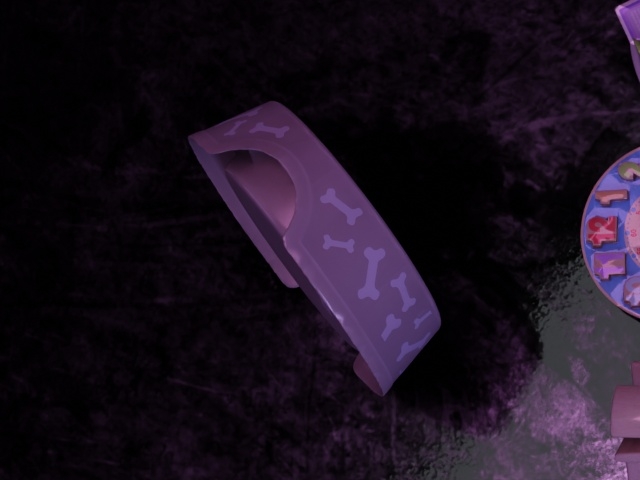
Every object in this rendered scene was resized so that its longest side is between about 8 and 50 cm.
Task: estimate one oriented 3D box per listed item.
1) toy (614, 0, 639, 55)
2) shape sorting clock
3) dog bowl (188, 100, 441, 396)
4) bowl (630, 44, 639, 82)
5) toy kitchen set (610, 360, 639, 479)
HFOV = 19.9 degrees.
[{"bbox_3d":[0.425,-0.238,1.836,0.237,0.056,0.137,-27,67,15],"label":"toy"},{"bbox_3d":[0.380,-0.011,1.951,0.206,0.040,0.206,-7,73,22],"label":"shape sorting clock"},{"bbox_3d":[0.000,0.000,1.960,0.102,0.349,0.349,-37,63,-5],"label":"dog bowl"},{"bbox_3d":[0.457,-0.253,1.933,0.298,0.134,0.297,-7,73,23],"label":"bowl"},{"bbox_3d":[0.384,0.223,1.873,0.122,0.166,0.207,0,112,25],"label":"toy kitchen set"}]
